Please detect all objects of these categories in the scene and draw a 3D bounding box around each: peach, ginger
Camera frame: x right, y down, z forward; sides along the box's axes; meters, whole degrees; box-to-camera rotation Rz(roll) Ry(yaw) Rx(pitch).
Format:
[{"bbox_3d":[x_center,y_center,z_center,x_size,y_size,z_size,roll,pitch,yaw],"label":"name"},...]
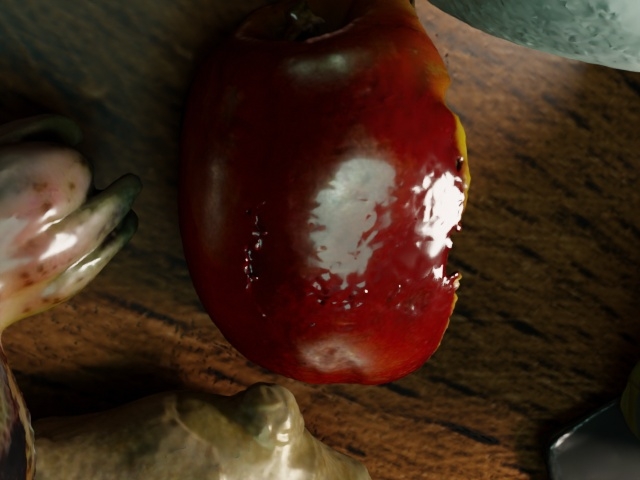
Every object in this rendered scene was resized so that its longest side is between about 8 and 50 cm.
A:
[{"bbox_3d":[-0.006,-0.001,0.682,0.154,0.158,0.267,-5,127,-13],"label":"peach"},{"bbox_3d":[-0.118,0.175,0.768,0.354,0.126,0.189,1,128,-26],"label":"ginger"}]

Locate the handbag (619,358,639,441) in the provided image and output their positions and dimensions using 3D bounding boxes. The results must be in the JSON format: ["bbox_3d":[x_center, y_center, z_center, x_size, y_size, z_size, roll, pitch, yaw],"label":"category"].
[{"bbox_3d":[0.389,0.123,0.846,0.222,0.241,0.263,37,98,-22],"label":"handbag"}]

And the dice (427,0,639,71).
[{"bbox_3d":[0.160,-0.242,0.502,0.263,0.268,0.264,-8,127,-17],"label":"dice"}]

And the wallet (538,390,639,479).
[{"bbox_3d":[0.326,0.148,1.004,0.285,0.030,0.146,-27,133,-2],"label":"wallet"}]

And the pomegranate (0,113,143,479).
[{"bbox_3d":[-0.229,0.055,0.567,0.341,0.285,0.285,-37,134,-25],"label":"pomegranate"}]
